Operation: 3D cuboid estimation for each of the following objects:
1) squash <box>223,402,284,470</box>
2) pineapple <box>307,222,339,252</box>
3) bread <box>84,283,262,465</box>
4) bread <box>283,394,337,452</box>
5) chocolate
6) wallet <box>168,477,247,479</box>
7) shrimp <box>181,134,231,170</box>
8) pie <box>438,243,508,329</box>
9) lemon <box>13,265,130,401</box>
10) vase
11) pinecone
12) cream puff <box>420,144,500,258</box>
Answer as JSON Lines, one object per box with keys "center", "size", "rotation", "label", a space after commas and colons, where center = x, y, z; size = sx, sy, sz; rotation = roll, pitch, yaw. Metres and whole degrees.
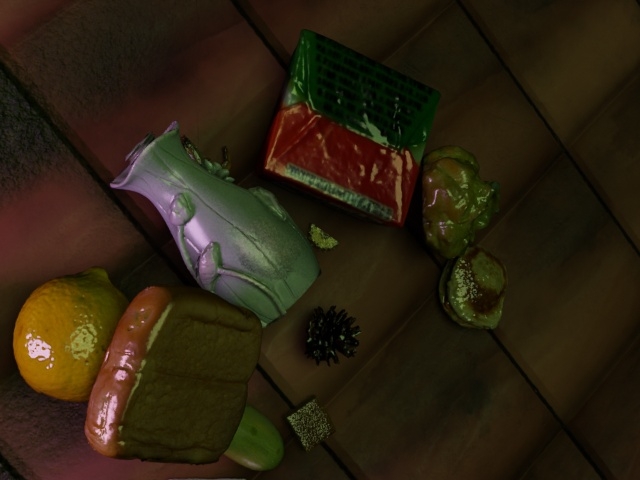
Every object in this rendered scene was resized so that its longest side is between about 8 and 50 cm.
{"center": [-0.152, 0.415, 1.832], "size": [0.186, 0.123, 0.123], "rotation": [41, 71, -18], "label": "squash"}
{"center": [0.000, 0.000, 1.995], "size": [0.083, 0.019, 0.045], "rotation": [34, 67, -16], "label": "pineapple"}
{"center": [-0.271, 0.244, 1.632], "size": [0.337, 0.148, 0.328], "rotation": [20, 85, -55], "label": "bread"}
{"center": [-0.022, 0.404, 1.934], "size": [0.090, 0.035, 0.094], "rotation": [-32, 97, -23], "label": "bread"}
{"center": [0.049, -0.237, 1.962], "size": [0.360, 0.161, 0.341], "rotation": [21, 77, -20], "label": "chocolate"}
{"center": [-0.217, 0.526, 1.793], "size": [0.182, 0.124, 0.032], "rotation": [5, 110, -22], "label": "wallet"}
{"center": [-0.248, -0.187, 1.901], "size": [0.091, 0.025, 0.127], "rotation": [-47, 107, -21], "label": "shrimp"}
{"center": [0.376, 0.112, 2.111], "size": [0.178, 0.084, 0.205], "rotation": [21, 73, -20], "label": "pie"}
{"center": [-0.460, 0.177, 1.663], "size": [0.228, 0.228, 0.254], "rotation": [5, 72, -23], "label": "lemon"}
{"center": [-0.213, -0.034, 1.788], "size": [0.445, 0.250, 0.250], "rotation": [46, 69, -12], "label": "vase"}
{"center": [0.026, 0.209, 1.915], "size": [0.120, 0.140, 0.140], "rotation": [9, 80, 3], "label": "pinecone"}
{"center": [0.319, -0.084, 2.004], "size": [0.185, 0.282, 0.282], "rotation": [-4, 86, 5], "label": "cream puff"}
